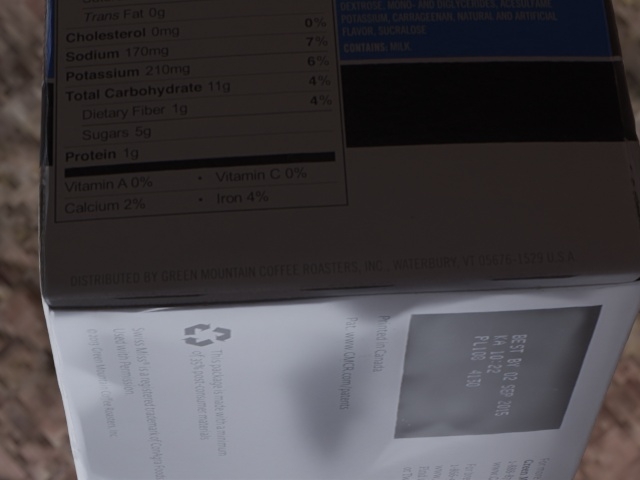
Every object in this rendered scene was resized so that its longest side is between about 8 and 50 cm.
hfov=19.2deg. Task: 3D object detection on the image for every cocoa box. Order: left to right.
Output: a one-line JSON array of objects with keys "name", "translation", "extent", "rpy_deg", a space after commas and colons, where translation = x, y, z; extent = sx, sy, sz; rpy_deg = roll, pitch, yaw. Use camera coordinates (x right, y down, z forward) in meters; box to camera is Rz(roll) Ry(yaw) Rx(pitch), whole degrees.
[{"name": "cocoa box", "translation": [0.000, 0.000, 0.867], "extent": [0.347, 0.231, 0.228], "rpy_deg": [93, 174, -62]}]
